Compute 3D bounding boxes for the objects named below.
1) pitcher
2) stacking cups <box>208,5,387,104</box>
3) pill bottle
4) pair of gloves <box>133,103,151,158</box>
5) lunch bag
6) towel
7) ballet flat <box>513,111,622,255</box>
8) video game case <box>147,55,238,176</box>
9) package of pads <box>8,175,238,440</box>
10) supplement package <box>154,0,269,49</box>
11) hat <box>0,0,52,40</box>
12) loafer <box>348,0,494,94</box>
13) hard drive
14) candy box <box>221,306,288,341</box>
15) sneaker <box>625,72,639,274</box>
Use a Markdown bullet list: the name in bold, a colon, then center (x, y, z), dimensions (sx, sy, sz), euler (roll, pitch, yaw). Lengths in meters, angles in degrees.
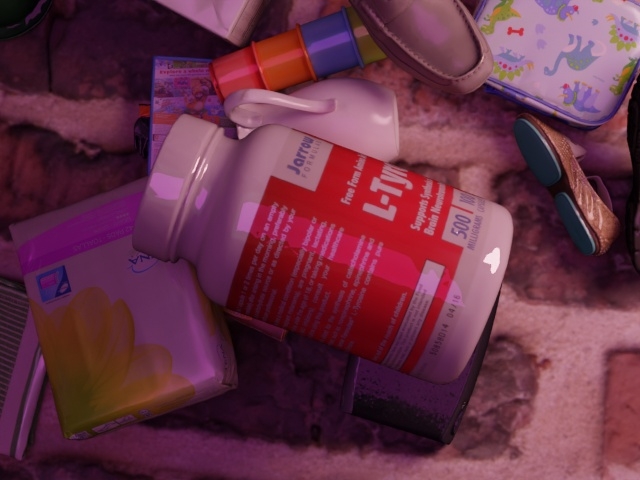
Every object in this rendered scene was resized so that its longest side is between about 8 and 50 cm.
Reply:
- **pitcher**: center (-0.010, -0.149, 1.520), dimensions (0.207, 0.178, 0.125), euler (-3, 74, 8)
- **stacking cups**: center (0.016, -0.245, 1.557), dimensions (0.316, 0.096, 0.096), euler (-20, 90, 8)
- **pill bottle**: center (0.000, 0.000, 1.427), dimensions (0.408, 0.229, 0.229), euler (20, 94, -1)
- **pair of gloves**: center (-0.209, -0.146, 1.624), dimensions (0.083, 0.010, 0.074), euler (2, 92, 7)
- **lunch bag**: center (0.292, -0.245, 1.526), dimensions (0.219, 0.090, 0.176), euler (24, 93, 5)
- **towel**: center (-0.526, 0.148, 1.656), dimensions (0.325, 0.038, 0.247), euler (15, 94, 5)
- **ballet flat**: center (0.320, -0.079, 1.550), dimensions (0.067, 0.073, 0.206), euler (-29, 92, -21)
- **video game case**: center (-0.166, -0.158, 1.607), dimensions (0.119, 0.015, 0.166), euler (3, 93, -3)
- **package of pads**: center (-0.246, 0.082, 1.550), dimensions (0.229, 0.101, 0.296), euler (-19, 77, 7)
- **supplement package**: center (-0.174, -0.398, 1.543), dimensions (0.262, 0.145, 0.204), euler (29, 95, 4)
- **hat**: center (-0.442, -0.348, 1.555), dimensions (0.208, 0.183, 0.173), euler (39, 95, 4)
- **loafer**: center (0.083, -0.301, 1.445), dimensions (0.112, 0.111, 0.319), euler (-43, 71, 0)
- **hard drive**: center (0.131, 0.127, 1.574), dimensions (0.172, 0.054, 0.254), euler (17, 94, 5)
- **candy box**: center (-0.058, 0.026, 1.593), dimensions (0.109, 0.053, 0.186), euler (24, 96, 5)
- **sneaker**: center (0.440, -0.095, 1.484), dimensions (0.130, 0.109, 0.286), euler (-2, 117, 9)
